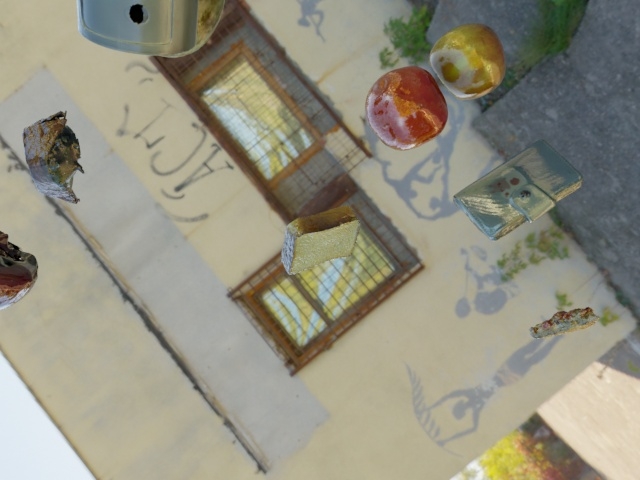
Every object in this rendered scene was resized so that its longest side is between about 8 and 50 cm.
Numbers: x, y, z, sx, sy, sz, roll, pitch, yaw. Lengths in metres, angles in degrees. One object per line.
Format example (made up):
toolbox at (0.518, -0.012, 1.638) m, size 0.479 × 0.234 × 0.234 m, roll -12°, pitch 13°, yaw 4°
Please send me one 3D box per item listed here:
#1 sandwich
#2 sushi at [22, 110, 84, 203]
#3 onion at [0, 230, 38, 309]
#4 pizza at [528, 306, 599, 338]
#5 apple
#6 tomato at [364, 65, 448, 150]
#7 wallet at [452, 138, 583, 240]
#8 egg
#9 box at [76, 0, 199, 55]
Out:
sandwich at (0.000, 0.000, 1.519) m, size 0.065 × 0.215 × 0.186 m, roll 56°, pitch 153°, yaw 33°
sushi at (-0.748, -0.219, 1.546) m, size 0.149 × 0.140 × 0.287 m, roll -136°, pitch 40°, yaw -59°
onion at (-0.649, 0.055, 0.947) m, size 0.272 × 0.195 × 0.272 m, roll 30°, pitch 176°, yaw 2°
pizza at (0.670, 0.209, 1.452) m, size 0.199 × 0.188 × 0.062 m, roll 118°, pitch 139°, yaw -67°
apple at (0.433, -0.531, 1.635) m, size 0.237 × 0.208 × 0.236 m, roll -20°, pitch -90°, yaw -81°
tomato at (0.236, -0.362, 1.496) m, size 0.232 × 0.232 × 0.188 m, roll 50°, pitch 168°, yaw -10°
wallet at (0.633, -0.163, 1.753) m, size 0.083 × 0.360 × 0.252 m, roll 50°, pitch -172°, yaw -47°
egg at (-0.391, -0.633, 1.480) m, size 0.238 × 0.289 × 0.238 m, roll 55°, pitch -162°, yaw -28°
box at (-0.350, -0.471, 1.051) m, size 0.226 × 0.226 × 0.149 m, roll 51°, pitch 140°, yaw 39°
